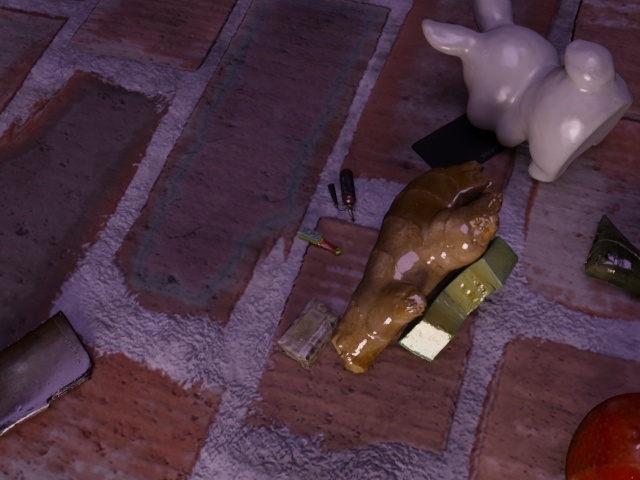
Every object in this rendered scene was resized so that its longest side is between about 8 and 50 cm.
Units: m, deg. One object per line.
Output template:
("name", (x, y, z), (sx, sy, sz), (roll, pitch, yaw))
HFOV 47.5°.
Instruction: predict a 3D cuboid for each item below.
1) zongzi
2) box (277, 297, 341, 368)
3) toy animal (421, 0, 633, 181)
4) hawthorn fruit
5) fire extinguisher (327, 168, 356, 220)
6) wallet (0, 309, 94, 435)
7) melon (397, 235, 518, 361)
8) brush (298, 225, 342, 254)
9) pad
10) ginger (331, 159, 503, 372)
("zongzi", (0.509, 0.028, 1.157), (0.154, 0.062, 0.130), (23, 51, 11))
("box", (-0.016, 0.143, 1.128), (0.062, 0.045, 0.098), (32, 67, 21))
("toy animal", (0.351, -0.295, 1.257), (0.196, 0.241, 0.367), (-33, 61, -20))
("hawthorn fruit", (0.408, 0.272, 0.909), (0.196, 0.226, 0.197), (-4, 45, 4))
("fire extinguisher", (0.038, -0.082, 1.273), (0.046, 0.032, 0.100), (2, 51, -7))
("wallet", (-0.482, 0.227, 1.122), (0.255, 0.031, 0.137), (-33, 62, -15))
("melon", (0.212, 0.087, 1.096), (0.064, 0.118, 0.209), (43, 107, 6))
("brush", (0.000, 0.000, 1.231), (0.083, 0.021, 0.019), (28, 61, 19))
("pad", (0.259, -0.176, 1.331), (0.157, 0.003, 0.112), (-31, 61, -15))
("ginger", (0.167, 0.036, 1.114), (0.236, 0.166, 0.376), (0, 62, 34))
